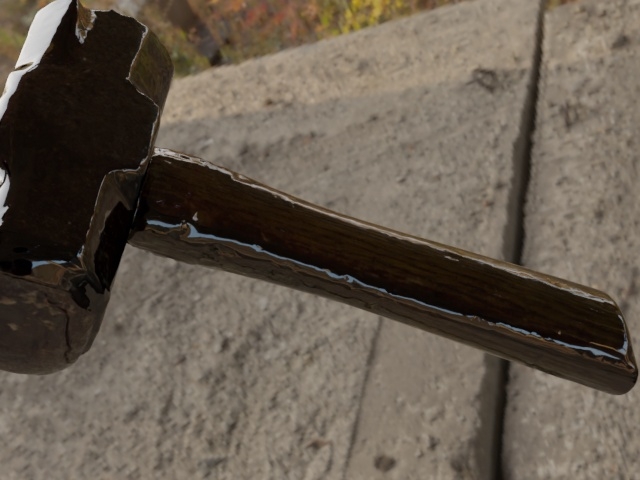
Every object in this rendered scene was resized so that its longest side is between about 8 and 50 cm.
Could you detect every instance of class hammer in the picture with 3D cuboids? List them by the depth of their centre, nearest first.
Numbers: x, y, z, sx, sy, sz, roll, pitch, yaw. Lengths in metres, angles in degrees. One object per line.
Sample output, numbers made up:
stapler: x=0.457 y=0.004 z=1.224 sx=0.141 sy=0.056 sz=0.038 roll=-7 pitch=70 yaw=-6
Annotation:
hammer: x=0.000 y=0.000 z=0.613 sx=0.408 sy=0.095 sz=0.242 roll=16 pitch=41 yaw=-8
